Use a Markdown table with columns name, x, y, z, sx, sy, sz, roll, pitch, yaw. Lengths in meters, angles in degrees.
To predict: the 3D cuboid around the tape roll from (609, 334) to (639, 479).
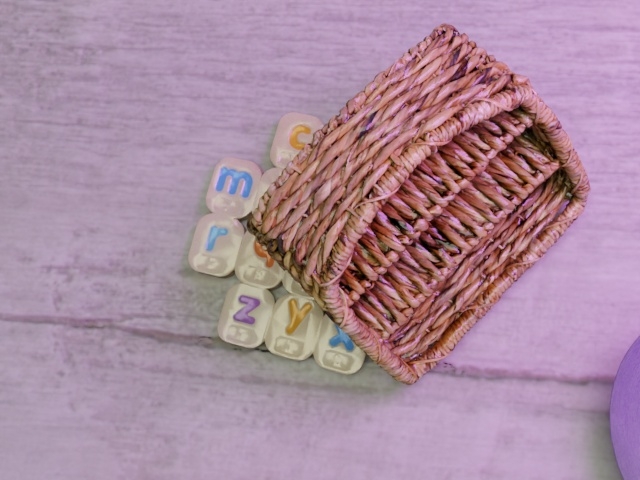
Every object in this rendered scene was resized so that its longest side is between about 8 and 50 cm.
| name | x | y | z | sx | sy | sz | roll | pitch | yaw |
| --- | --- | --- | --- | --- | --- | --- | --- | --- | --- |
| tape roll | 0.408 | 0.178 | 0.892 | 0.275 | 0.090 | 0.274 | 14 | 110 | 43 |

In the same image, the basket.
| name | x | y | z | sx | sy | sz | roll | pitch | yaw |
| --- | --- | --- | --- | --- | --- | --- | --- | --- | --- |
| basket | 0.108 | -0.034 | 0.978 | 0.299 | 0.213 | 0.223 | -44 | 76 | -3 |

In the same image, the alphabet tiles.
| name | x | y | z | sx | sy | sz | roll | pitch | yaw |
| --- | --- | --- | --- | --- | --- | --- | --- | --- | --- |
| alphabet tiles | 0.000 | 0.000 | 1.106 | 0.284 | 0.021 | 0.277 | 13 | 81 | 11 |
